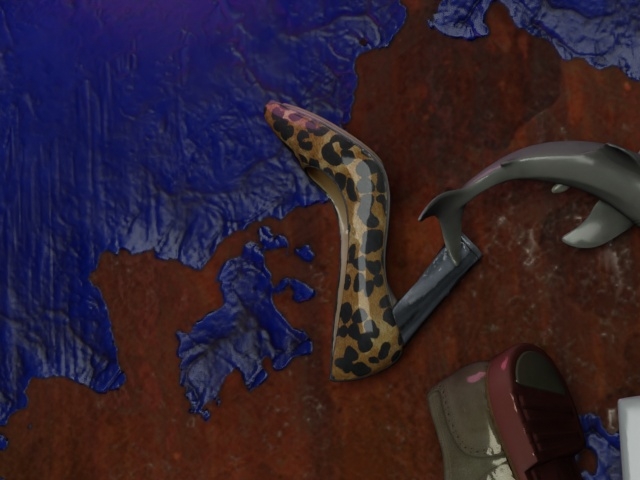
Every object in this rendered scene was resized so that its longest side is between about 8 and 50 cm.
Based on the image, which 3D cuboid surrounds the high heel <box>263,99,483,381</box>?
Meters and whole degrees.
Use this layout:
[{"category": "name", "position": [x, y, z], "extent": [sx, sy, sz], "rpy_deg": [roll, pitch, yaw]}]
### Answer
[{"category": "high heel", "position": [0.000, 0.000, 1.835], "extent": [0.261, 0.093, 0.186], "rpy_deg": [41, 84, 10]}]

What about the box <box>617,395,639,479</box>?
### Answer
[{"category": "box", "position": [0.339, 0.302, 1.540], "extent": [0.168, 0.215, 0.345], "rpy_deg": [-5, 77, 13]}]

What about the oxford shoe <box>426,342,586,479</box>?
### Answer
[{"category": "oxford shoe", "position": [0.185, 0.275, 1.738], "extent": [0.130, 0.123, 0.348], "rpy_deg": [-22, 73, 37]}]

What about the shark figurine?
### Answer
[{"category": "shark figurine", "position": [0.234, -0.059, 1.764], "extent": [0.278, 0.116, 0.166], "rpy_deg": [7, 75, 3]}]
